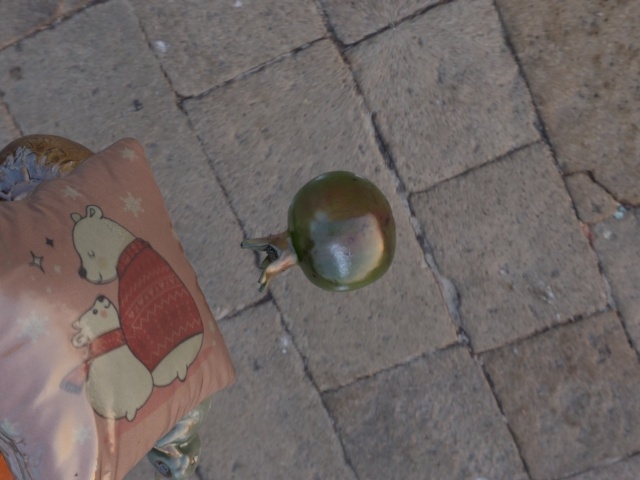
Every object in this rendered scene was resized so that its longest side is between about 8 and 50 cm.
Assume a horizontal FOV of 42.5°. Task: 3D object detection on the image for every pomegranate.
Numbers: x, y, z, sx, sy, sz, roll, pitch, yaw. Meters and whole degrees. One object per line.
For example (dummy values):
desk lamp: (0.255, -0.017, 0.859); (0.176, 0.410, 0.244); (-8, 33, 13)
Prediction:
pomegranate: (0.000, 0.000, 1.203); (0.224, 0.181, 0.182); (-21, 102, -5)

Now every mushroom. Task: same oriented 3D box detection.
mushroom: (-0.483, -0.041, 1.458); (0.278, 0.163, 0.297); (-15, 90, 19)

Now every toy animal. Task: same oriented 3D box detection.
toy animal: (-0.215, 0.296, 1.247); (0.138, 0.108, 0.236); (-19, 110, -21)

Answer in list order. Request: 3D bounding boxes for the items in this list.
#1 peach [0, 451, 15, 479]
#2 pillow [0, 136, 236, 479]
peach: (-0.552, 0.253, 1.101); (0.416, 0.339, 0.353); (-25, 74, 44)
pillow: (-0.160, 0.059, 0.581); (0.084, 0.236, 0.223); (-18, 103, 35)
